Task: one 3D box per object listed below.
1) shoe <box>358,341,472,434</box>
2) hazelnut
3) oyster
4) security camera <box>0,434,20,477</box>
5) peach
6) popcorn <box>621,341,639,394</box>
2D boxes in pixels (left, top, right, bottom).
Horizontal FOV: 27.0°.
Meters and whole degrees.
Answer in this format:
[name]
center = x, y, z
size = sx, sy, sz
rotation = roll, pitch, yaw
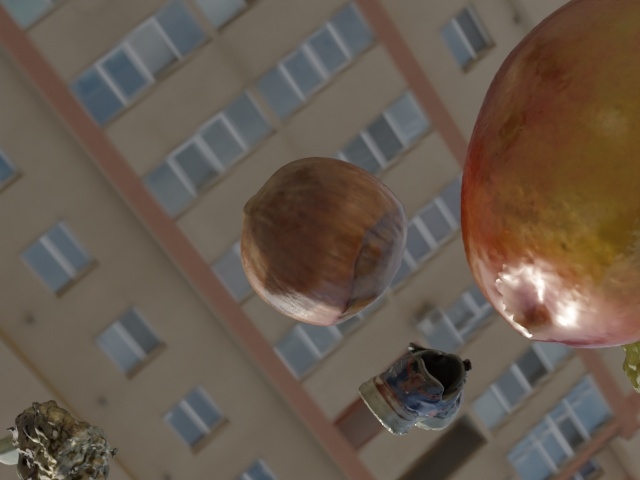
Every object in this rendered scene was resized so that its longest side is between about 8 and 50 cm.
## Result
[shoe]
center = 0.145, 0.181, 1.754
size = 0.125, 0.099, 0.227
rotation = -48, 160, 21
[hazelnut]
center = 0.000, 0.000, 1.663
size = 0.214, 0.214, 0.176
rotation = -45, 180, -18
[oyster]
center = -0.222, 0.187, 1.117
size = 0.056, 0.105, 0.177
rotation = -34, 178, -36
[security camera]
center = -0.395, 0.281, 1.767
size = 0.058, 0.092, 0.058
rotation = -5, -122, 9
[peach]
center = 0.260, -0.056, 1.142
size = 0.332, 0.308, 0.308
rotation = -52, -148, -18
[popcorn]
center = 0.451, 0.126, 1.478
size = 0.206, 0.237, 0.251
rotation = 1, -163, -6
